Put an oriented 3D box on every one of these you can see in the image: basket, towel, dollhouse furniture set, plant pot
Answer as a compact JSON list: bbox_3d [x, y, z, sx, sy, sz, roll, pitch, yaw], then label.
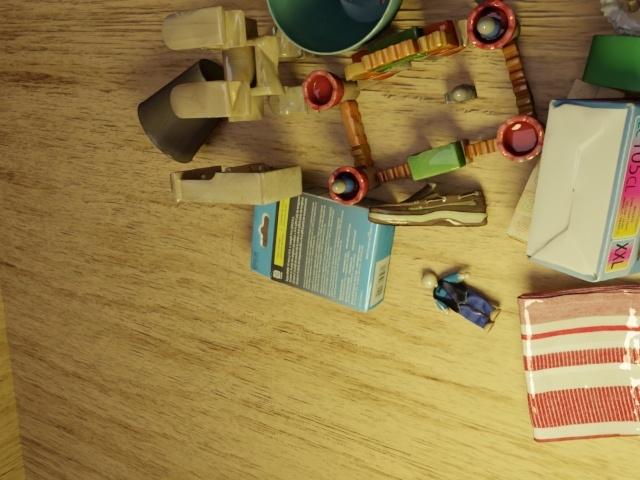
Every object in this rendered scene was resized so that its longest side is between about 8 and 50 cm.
[{"bbox_3d":[-0.336,-0.349,1.480,0.227,0.154,0.204,-36,86,28],"label":"basket"},{"bbox_3d":[0.539,0.256,1.161,0.237,0.037,0.328,-8,100,11],"label":"towel"},{"bbox_3d":[-0.198,-0.290,1.281,0.257,0.362,0.393,4,104,29],"label":"dollhouse furniture set"},{"bbox_3d":[0.059,-0.530,1.172,0.290,0.195,0.290,9,108,28],"label":"plant pot"}]

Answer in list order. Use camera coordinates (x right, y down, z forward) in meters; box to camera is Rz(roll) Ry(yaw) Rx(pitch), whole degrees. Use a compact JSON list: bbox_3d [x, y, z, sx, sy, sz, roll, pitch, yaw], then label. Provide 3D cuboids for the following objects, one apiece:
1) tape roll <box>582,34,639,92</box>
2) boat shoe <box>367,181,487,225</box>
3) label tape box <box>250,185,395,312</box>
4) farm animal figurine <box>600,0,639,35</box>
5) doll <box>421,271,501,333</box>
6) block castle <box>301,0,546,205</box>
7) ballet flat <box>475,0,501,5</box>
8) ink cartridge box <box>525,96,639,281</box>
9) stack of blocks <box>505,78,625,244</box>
[{"bbox_3d":[0.580,-0.259,0.875,0.321,0.321,0.077,16,113,25],"label":"tape roll"},{"bbox_3d":[0.228,-0.078,1.223,0.258,0.095,0.095,1,90,-8],"label":"boat shoe"},{"bbox_3d":[0.000,0.000,1.403,0.348,0.115,0.249,17,111,29],"label":"label tape box"},{"bbox_3d":[0.520,-0.519,0.918,0.330,0.172,0.326,-46,58,17],"label":"farm animal figurine"},{"bbox_3d":[0.314,0.127,1.295,0.189,0.046,0.129,32,126,26],"label":"doll"},{"bbox_3d":[0.200,-0.265,1.155,0.454,0.213,0.302,-12,97,32],"label":"block castle"},{"bbox_3d":[0.303,-0.551,1.102,0.074,0.074,0.203,-9,99,31],"label":"ballet flat"},{"bbox_3d":[0.551,-0.100,0.948,0.151,0.396,0.269,30,122,55],"label":"ink cartridge box"},{"bbox_3d":[0.454,-0.126,1.070,0.087,0.171,0.297,25,97,21],"label":"stack of blocks"}]
